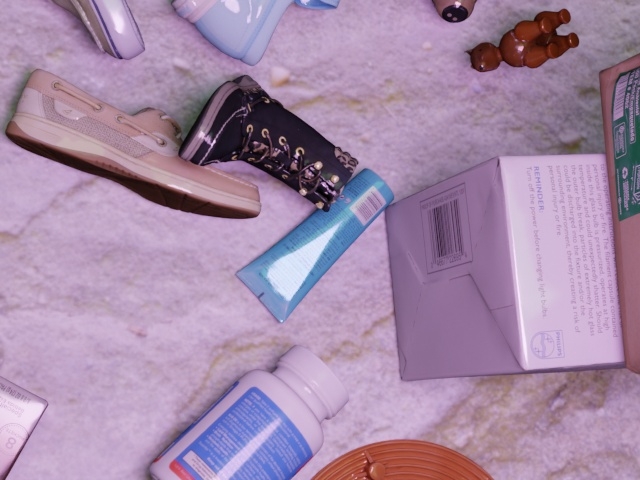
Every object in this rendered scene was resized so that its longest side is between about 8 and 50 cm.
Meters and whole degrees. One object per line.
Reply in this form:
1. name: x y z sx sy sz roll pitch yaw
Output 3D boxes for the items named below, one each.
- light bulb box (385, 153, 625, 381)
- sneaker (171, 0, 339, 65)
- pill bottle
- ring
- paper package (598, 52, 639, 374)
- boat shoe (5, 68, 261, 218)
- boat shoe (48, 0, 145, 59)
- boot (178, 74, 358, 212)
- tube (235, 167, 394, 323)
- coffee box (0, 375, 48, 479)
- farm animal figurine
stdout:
1. light bulb box: 0.307 0.036 1.513 0.361 0.358 0.225 -3 84 -18
2. sneaker: -0.014 -0.360 1.610 0.150 0.135 0.366 46 79 -17
3. pill bottle: -0.075 0.224 1.495 0.221 0.124 0.124 -43 95 -17
4. ring: 0.103 0.405 1.569 0.336 0.032 0.337 2 82 -17
5. paper package: 0.445 -0.031 1.290 0.309 0.168 0.325 2 79 -17
6. boat shoe: -0.201 -0.108 1.520 0.302 0.109 0.098 20 78 -7
7. boat shoe: -0.307 -0.327 1.533 0.094 0.109 0.302 -31 82 -3
8. boot: -0.052 -0.100 1.496 0.178 0.236 0.085 36 110 -1
9. tube: 0.000 0.000 1.593 0.207 0.052 0.080 -43 85 -13
10. coffee box: -0.457 0.174 1.392 0.297 0.119 0.168 32 73 -9
11. farm animal figurine: 0.181 -0.368 1.631 0.330 0.172 0.327 46 56 -26
